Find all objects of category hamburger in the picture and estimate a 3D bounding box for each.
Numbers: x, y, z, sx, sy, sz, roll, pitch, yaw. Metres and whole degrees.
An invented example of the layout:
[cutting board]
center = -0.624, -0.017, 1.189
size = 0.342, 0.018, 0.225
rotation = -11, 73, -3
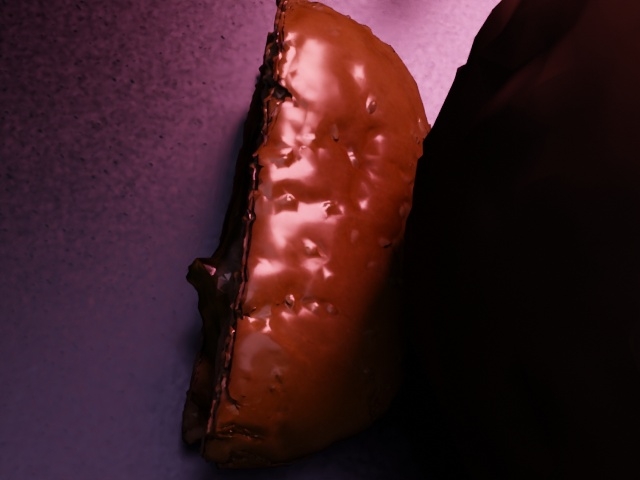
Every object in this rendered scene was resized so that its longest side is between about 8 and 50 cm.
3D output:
[hamburger]
center = 0.000, 0.000, 0.642
size = 0.131, 0.124, 0.262
rotation = 13, 71, -5

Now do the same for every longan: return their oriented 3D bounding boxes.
[longan]
center = 0.238, -0.023, 0.517
size = 0.436, 0.404, 0.404
rotation = -27, 75, 12
